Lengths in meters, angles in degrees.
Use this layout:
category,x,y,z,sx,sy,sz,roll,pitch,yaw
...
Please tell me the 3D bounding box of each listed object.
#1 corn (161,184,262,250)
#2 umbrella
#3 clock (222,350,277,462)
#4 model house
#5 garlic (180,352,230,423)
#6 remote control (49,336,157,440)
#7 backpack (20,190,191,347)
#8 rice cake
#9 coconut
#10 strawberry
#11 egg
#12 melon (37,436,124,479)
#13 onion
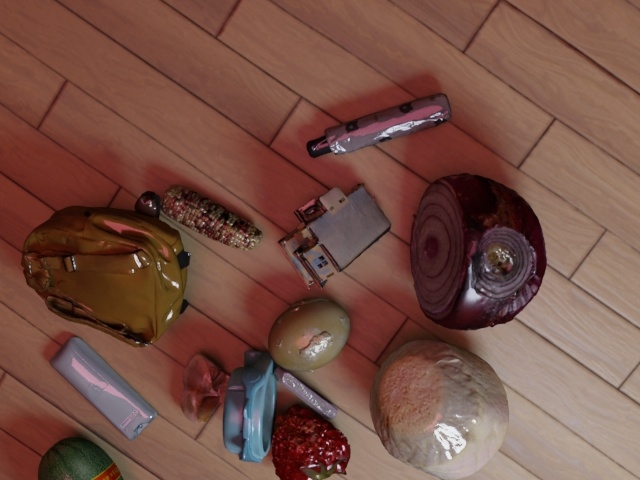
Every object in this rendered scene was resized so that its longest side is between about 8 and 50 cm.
category,x,y,z,sx,sy,sz,roll,pitch,yaw
corn,-0.257,-0.049,1.588,0.253,0.086,0.086,26,99,0
umbrella,0.131,-0.257,1.533,0.338,0.067,0.073,-16,83,8
clock,-0.161,0.384,1.532,0.094,0.274,0.223,2,95,6
model house,0.000,0.000,1.521,0.178,0.271,0.206,52,134,-3
garlic,-0.285,0.365,1.635,0.124,0.099,0.174,20,99,18
remote control,-0.548,0.373,1.682,0.293,0.051,0.103,43,98,-1
backpack,-0.486,0.061,1.543,0.378,0.201,0.353,19,123,3
rice cake,-0.035,0.362,1.586,0.207,0.047,0.036,44,62,-29
coconut,0.266,0.370,1.498,0.329,0.329,0.328,1,97,6
strawberry,-0.034,0.488,1.592,0.187,0.184,0.201,-43,65,27
egg,-0.025,0.220,1.560,0.202,0.164,0.164,-30,93,1
melon,-0.574,0.619,1.647,0.182,0.182,0.287,-27,94,8
onion,0.355,0.025,1.443,0.260,0.282,0.336,1,87,-14
